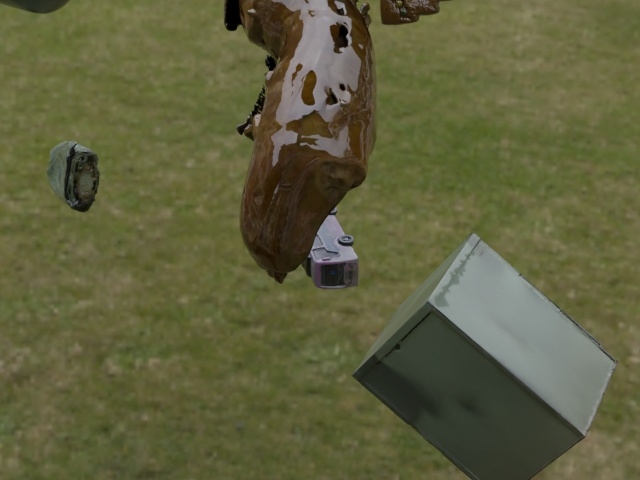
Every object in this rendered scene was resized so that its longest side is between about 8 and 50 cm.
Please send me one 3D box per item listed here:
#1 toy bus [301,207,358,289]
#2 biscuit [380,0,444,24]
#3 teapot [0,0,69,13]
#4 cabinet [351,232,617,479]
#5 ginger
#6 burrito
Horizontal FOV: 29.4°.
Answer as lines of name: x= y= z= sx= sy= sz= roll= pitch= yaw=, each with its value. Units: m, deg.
toy bus: x=0.000 y=0.000 z=1.200 sx=0.052 sy=0.037 sz=0.131 roll=-8 pitch=33 yaw=-13
biscuit: x=0.087 y=-0.238 z=1.137 sx=0.082 sy=0.092 sz=0.016 roll=50 pitch=13 yaw=16
teapot: x=-0.323 y=-0.292 z=1.127 sx=0.225 sy=0.171 sz=0.203 roll=4 pitch=-5 yaw=20
cabinet: x=0.175 y=0.132 z=1.283 sx=0.206 sy=0.145 sz=0.150 roll=41 pitch=39 yaw=0
ginger: x=-0.014 y=-0.122 z=0.999 sx=0.133 sy=0.107 sz=0.309 roll=-15 pitch=47 yaw=9
burrito: x=-0.265 y=-0.074 z=1.303 sx=0.044 sy=0.074 sz=0.118 roll=-1 pitch=11 yaw=-21
